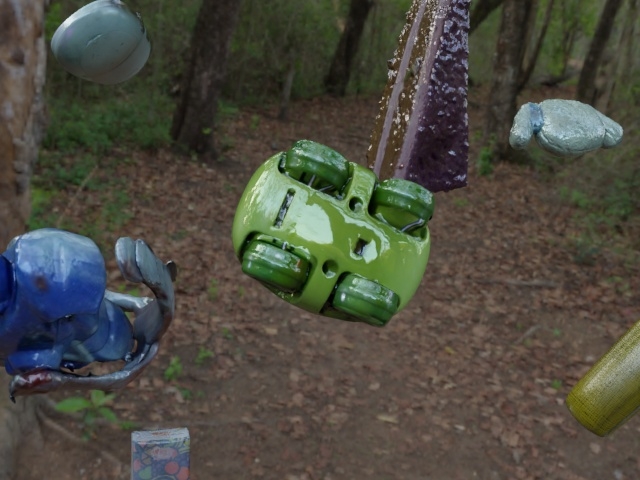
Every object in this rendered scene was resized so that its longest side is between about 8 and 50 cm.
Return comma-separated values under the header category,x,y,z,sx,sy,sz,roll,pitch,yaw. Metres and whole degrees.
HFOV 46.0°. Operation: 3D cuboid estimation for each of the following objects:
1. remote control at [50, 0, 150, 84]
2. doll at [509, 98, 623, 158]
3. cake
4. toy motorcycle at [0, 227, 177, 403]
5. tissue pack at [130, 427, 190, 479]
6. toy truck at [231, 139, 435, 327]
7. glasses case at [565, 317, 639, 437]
category,x,y,z,sx,sy,sz,roll,pitch,yaw
remote control,-0.227,-0.206,0.817,0.045,0.097,0.256,53,1,-7
doll,0.380,-0.175,1.165,0.214,0.071,0.103,-7,66,-24
cake,0.138,-0.182,0.931,0.112,0.295,0.116,5,9,-25
toy motorcycle,-0.294,0.058,0.859,0.182,0.241,0.319,50,-9,21
tissue pack,-0.171,0.245,0.807,0.063,0.083,0.035,1,10,-16
toy truck,-0.008,-0.006,0.749,0.187,0.148,0.210,26,-9,-30
glasses case,0.414,0.151,0.959,0.064,0.234,0.079,36,9,-42
